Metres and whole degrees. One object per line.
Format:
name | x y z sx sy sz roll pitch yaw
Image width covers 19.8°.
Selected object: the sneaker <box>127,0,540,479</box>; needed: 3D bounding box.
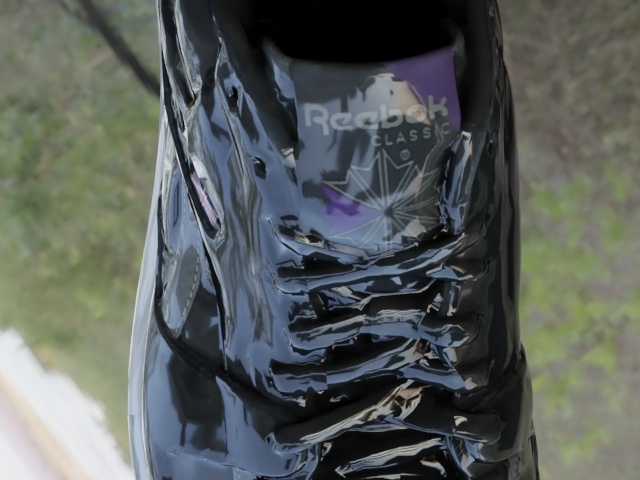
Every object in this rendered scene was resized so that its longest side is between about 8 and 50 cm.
sneaker | 0.000 0.000 0.435 0.124 0.107 0.283 161 102 -86
